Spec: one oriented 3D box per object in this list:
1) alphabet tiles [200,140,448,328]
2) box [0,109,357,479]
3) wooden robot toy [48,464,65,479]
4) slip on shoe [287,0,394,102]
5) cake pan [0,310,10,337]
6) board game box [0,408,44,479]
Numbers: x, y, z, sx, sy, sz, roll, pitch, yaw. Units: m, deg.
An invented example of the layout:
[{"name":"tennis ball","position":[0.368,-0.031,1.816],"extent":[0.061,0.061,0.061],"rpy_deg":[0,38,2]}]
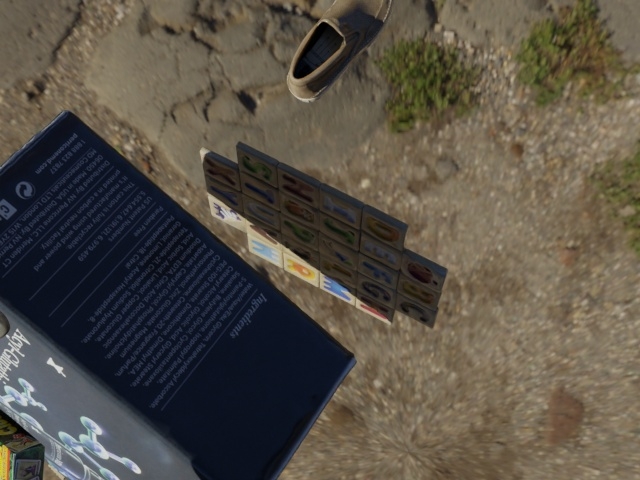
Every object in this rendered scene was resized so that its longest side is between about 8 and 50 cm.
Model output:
[{"name":"alphabet tiles","position":[0.000,0.000,1.372],"extent":[0.342,0.285,0.011],"rpy_deg":[27,66,12]},{"name":"box","position":[-0.217,0.114,1.153],"extent":[0.395,0.293,0.212],"rpy_deg":[40,56,-4]},{"name":"wooden robot toy","position":[-0.377,0.241,1.356],"extent":[0.173,0.079,0.076],"rpy_deg":[29,56,-1]},{"name":"slip on shoe","position":[0.017,-0.182,0.938],"extent":[0.051,0.041,0.135],"rpy_deg":[39,88,17]},{"name":"cake pan","position":[-0.326,0.001,0.633],"extent":[0.293,0.293,0.054],"rpy_deg":[6,72,6]},{"name":"board game box","position":[-0.262,0.258,0.839],"extent":[0.136,0.030,0.260],"rpy_deg":[18,106,45]}]
